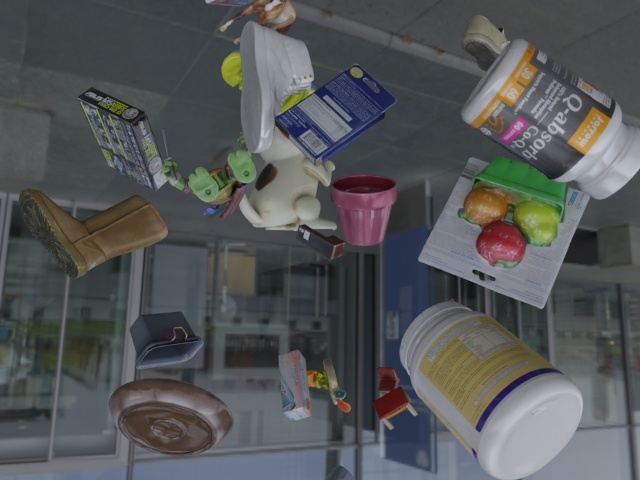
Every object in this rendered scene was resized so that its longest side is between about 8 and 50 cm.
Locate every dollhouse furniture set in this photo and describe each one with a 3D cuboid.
[{"bbox_3d":[0.304,0.373,1.752,0.374,0.201,0.152,-32,128,6],"label":"dollhouse furniture set"}]

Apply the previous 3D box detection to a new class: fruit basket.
[{"bbox_3d":[0.473,-0.030,1.488,0.327,0.353,0.165,21,163,23],"label":"fruit basket"}]

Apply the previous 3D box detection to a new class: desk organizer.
[{"bbox_3d":[0.000,0.000,1.555,0.130,0.047,0.050,31,-149,31],"label":"desk organizer"}]

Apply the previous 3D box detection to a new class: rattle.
[{"bbox_3d":[0.003,0.468,1.809,0.143,0.130,0.199,2,-148,-12],"label":"rattle"}]

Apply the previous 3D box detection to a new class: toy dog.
[{"bbox_3d":[-0.139,-0.244,2.103,0.396,0.407,0.285,3,177,-33],"label":"toy dog"}]

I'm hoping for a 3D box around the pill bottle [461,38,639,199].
[{"bbox_3d":[0.394,-0.199,0.972,0.278,0.162,0.162,34,167,0],"label":"pill bottle"}]

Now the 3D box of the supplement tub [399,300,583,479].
[{"bbox_3d":[0.340,0.297,1.208,0.241,0.241,0.331,8,-159,-31],"label":"supplement tub"}]

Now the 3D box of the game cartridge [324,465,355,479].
[{"bbox_3d":[0.102,0.723,1.425,0.062,0.297,0.198,-41,171,13],"label":"game cartridge"}]

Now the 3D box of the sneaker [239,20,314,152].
[{"bbox_3d":[-0.085,-0.329,1.280,0.169,0.292,0.108,4,171,-35],"label":"sneaker"}]

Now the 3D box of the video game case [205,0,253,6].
[{"bbox_3d":[-0.113,-0.623,1.386,0.285,0.025,0.204,-11,-164,20],"label":"video game case"}]

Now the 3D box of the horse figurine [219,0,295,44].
[{"bbox_3d":[-0.119,-0.512,1.333,0.174,0.066,0.263,-30,-178,18],"label":"horse figurine"}]

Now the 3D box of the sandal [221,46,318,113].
[{"bbox_3d":[-0.105,-0.416,1.489,0.317,0.138,0.126,30,132,-35],"label":"sandal"}]

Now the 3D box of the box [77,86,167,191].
[{"bbox_3d":[-0.570,-0.290,1.681,0.216,0.060,0.270,27,147,22],"label":"box"}]

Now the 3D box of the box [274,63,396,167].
[{"bbox_3d":[0.034,-0.264,1.199,0.225,0.136,0.036,-38,161,-14],"label":"box"}]

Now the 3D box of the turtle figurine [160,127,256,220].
[{"bbox_3d":[-0.249,-0.181,1.278,0.198,0.274,0.266,6,-175,-20],"label":"turtle figurine"}]

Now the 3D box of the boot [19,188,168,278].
[{"bbox_3d":[-0.526,-0.052,1.354,0.089,0.236,0.269,-29,-174,38],"label":"boot"}]

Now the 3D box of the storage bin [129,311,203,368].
[{"bbox_3d":[-0.325,0.198,1.201,0.135,0.091,0.098,0,139,-49],"label":"storage bin"}]

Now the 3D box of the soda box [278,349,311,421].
[{"bbox_3d":[-0.070,0.391,1.567,0.063,0.183,0.058,-21,133,12],"label":"soda box"}]

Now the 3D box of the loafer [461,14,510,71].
[{"bbox_3d":[0.469,-0.531,1.572,0.102,0.092,0.268,11,-179,33],"label":"loafer"}]

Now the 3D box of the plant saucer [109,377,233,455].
[{"bbox_3d":[-0.373,0.451,1.425,0.311,0.050,0.310,2,130,3],"label":"plant saucer"}]

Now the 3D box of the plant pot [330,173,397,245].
[{"bbox_3d":[0.134,-0.091,1.770,0.201,0.180,0.201,-2,-156,1],"label":"plant pot"}]
